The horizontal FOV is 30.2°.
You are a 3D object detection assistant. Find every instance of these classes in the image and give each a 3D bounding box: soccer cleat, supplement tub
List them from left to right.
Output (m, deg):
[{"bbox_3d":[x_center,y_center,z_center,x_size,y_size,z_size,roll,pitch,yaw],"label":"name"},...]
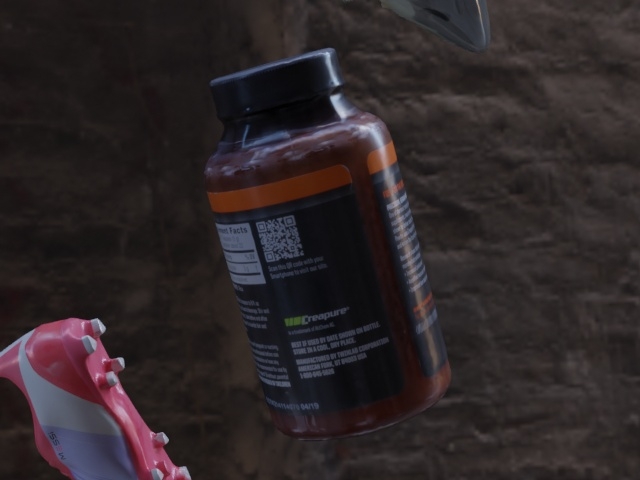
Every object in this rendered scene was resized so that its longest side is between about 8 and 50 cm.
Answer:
[{"bbox_3d":[-0.178,0.180,0.972,0.095,0.248,0.083,-21,14,10],"label":"soccer cleat"},{"bbox_3d":[0.000,0.000,0.640,0.106,0.198,0.106,-14,10,2],"label":"supplement tub"}]

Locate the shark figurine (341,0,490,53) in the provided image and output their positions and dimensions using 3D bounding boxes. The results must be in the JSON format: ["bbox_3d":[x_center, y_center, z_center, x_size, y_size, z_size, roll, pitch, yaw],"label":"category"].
[{"bbox_3d":[-0.026,-0.158,0.245,0.116,0.166,0.278,-38,-22,12],"label":"shark figurine"}]
